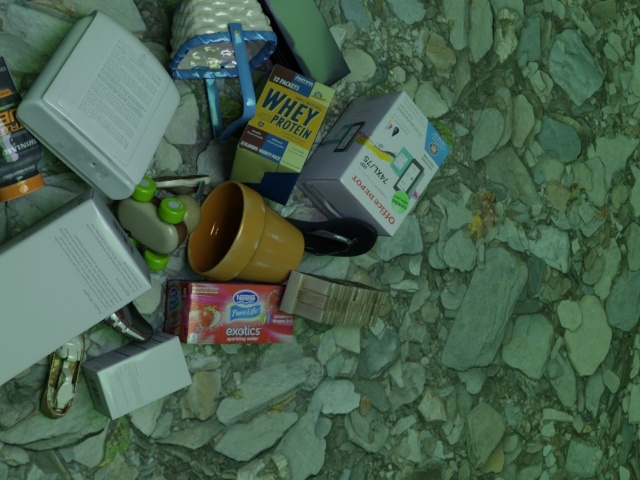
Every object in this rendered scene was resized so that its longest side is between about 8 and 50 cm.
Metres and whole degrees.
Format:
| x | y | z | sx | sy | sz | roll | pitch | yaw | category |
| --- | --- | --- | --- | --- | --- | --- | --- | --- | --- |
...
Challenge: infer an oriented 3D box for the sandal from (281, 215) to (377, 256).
| x | y | z | sx | sy | sz | roll | pitch | yaw | category |
| --- | --- | --- | --- | --- | --- | --- | --- | --- | --- |
| -0.001 | 0.001 | 1.877 | 0.254 | 0.054 | 0.097 | 1 | 125 | 2 | sandal |

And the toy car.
| x | y | z | sx | sy | sz | roll | pitch | yaw | category |
| --- | --- | --- | --- | --- | --- | --- | --- | --- | --- |
| -0.301 | -0.058 | 1.703 | 0.149 | 0.155 | 0.188 | 36 | 36 | 12 | toy car |

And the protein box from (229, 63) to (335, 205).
| x | y | z | sx | sy | sz | roll | pitch | yaw | category |
| --- | --- | --- | --- | --- | --- | --- | --- | --- | --- |
| -0.082 | -0.215 | 1.762 | 0.135 | 0.200 | 0.201 | 23 | 70 | -3 | protein box |

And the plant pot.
| x | y | z | sx | sy | sz | roll | pitch | yaw | category |
| --- | --- | --- | --- | --- | --- | --- | --- | --- | --- |
| -0.145 | 0.003 | 1.771 | 0.187 | 0.205 | 0.205 | 24 | 79 | -35 | plant pot |

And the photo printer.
| x | y | z | sx | sy | sz | roll | pitch | yaw | category |
| --- | --- | --- | --- | --- | --- | --- | --- | --- | --- |
| -0.400 | -0.267 | 1.591 | 0.256 | 0.107 | 0.308 | 45 | 43 | -32 | photo printer |

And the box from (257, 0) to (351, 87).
| x | y | z | sx | sy | sz | roll | pitch | yaw | category |
| --- | --- | --- | --- | --- | --- | --- | --- | --- | --- |
| -0.065 | -0.451 | 1.794 | 0.103 | 0.184 | 0.261 | -34 | 117 | -8 | box |

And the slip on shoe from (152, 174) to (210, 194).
| x | y | z | sx | sy | sz | roll | pitch | yaw | category |
| --- | --- | --- | --- | --- | --- | --- | --- | --- | --- |
| -0.291 | -0.112 | 1.762 | 0.135 | 0.051 | 0.041 | -9 | 109 | -40 | slip on shoe |

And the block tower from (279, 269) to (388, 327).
| x | y | z | sx | sy | sz | roll | pitch | yaw | category |
| --- | --- | --- | --- | --- | --- | --- | --- | --- | --- |
| 0.039 | 0.134 | 1.876 | 0.335 | 0.097 | 0.091 | 14 | 93 | -61 | block tower |

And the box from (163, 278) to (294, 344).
| x | y | z | sx | sy | sz | roll | pitch | yaw | category |
| --- | --- | --- | --- | --- | --- | --- | --- | --- | --- |
| -0.191 | 0.151 | 1.792 | 0.256 | 0.122 | 0.128 | 5 | 88 | -34 | box |

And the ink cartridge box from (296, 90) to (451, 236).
| x | y | z | sx | sy | sz | roll | pitch | yaw | category |
| --- | --- | --- | --- | --- | --- | --- | --- | --- | --- |
| 0.119 | -0.172 | 1.945 | 0.198 | 0.197 | 0.270 | 45 | 69 | -27 | ink cartridge box |

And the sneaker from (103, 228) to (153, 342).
| x | y | z | sx | sy | sz | roll | pitch | yaw | category |
| --- | --- | --- | --- | --- | --- | --- | --- | --- | --- |
| -0.396 | 0.067 | 1.641 | 0.162 | 0.106 | 0.281 | -50 | 117 | -7 | sneaker |

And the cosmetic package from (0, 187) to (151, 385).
| x | y | z | sx | sy | sz | roll | pitch | yaw | category |
| --- | --- | --- | --- | --- | --- | --- | --- | --- | --- |
| -0.502 | 0.089 | 1.482 | 0.365 | 0.155 | 0.197 | -31 | 107 | -5 | cosmetic package |

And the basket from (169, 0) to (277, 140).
| x | y | z | sx | sy | sz | roll | pitch | yaw | category |
| --- | --- | --- | --- | --- | --- | --- | --- | --- | --- |
| -0.193 | -0.362 | 1.694 | 0.201 | 0.254 | 0.289 | -4 | 87 | -23 | basket |

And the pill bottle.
| x | y | z | sx | sy | sz | roll | pitch | yaw | category |
| --- | --- | --- | --- | --- | --- | --- | --- | --- | --- |
| -0.580 | -0.195 | 1.509 | 0.130 | 0.130 | 0.246 | -28 | 108 | -30 | pill bottle |

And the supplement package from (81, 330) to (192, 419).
| x | y | z | sx | sy | sz | roll | pitch | yaw | category |
| --- | --- | --- | --- | --- | --- | --- | --- | --- | --- |
| -0.366 | 0.265 | 1.687 | 0.179 | 0.105 | 0.105 | -21 | 103 | -31 | supplement package |

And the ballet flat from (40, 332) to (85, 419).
| x | y | z | sx | sy | sz | roll | pitch | yaw | category |
| --- | --- | --- | --- | --- | --- | --- | --- | --- | --- |
| -0.487 | 0.243 | 1.626 | 0.073 | 0.067 | 0.206 | 9 | 87 | -34 | ballet flat |
